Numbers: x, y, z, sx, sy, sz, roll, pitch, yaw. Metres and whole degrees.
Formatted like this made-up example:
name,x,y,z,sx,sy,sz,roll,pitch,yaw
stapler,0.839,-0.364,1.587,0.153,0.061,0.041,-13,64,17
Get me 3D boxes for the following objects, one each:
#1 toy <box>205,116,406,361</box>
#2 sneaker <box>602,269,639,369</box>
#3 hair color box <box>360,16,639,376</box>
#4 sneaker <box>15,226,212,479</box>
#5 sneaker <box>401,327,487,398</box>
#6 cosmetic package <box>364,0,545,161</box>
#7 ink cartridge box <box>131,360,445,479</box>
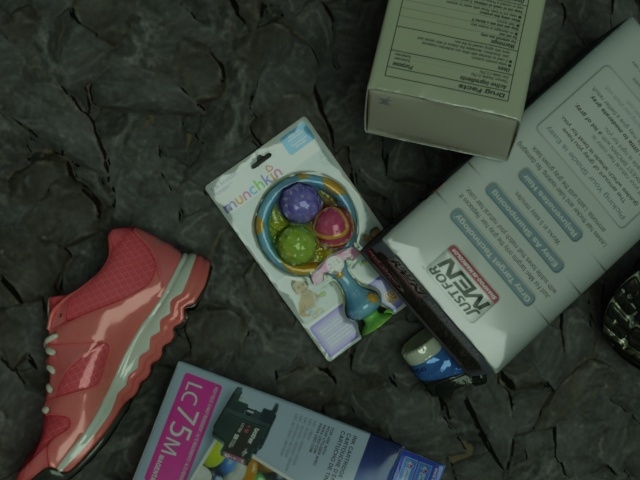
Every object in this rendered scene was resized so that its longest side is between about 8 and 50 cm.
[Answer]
name,x,y,z,sx,sy,sz,roll,pitch,yaw
toy,0.000,0.000,1.787,0.137,0.056,0.237,-36,100,-8
sneaker,0.433,0.019,1.798,0.130,0.147,0.330,40,124,10
hair color box,0.246,-0.046,1.767,0.374,0.113,0.185,-41,93,-14
sneaker,-0.246,0.124,1.737,0.136,0.116,0.314,34,81,-1
sneaker,0.169,0.113,1.829,0.152,0.058,0.084,-38,108,-14
cosmetic package,0.153,-0.254,1.700,0.160,0.113,0.309,13,71,4
ink cartridge box,-0.039,0.267,1.752,0.311,0.065,0.185,21,83,1
